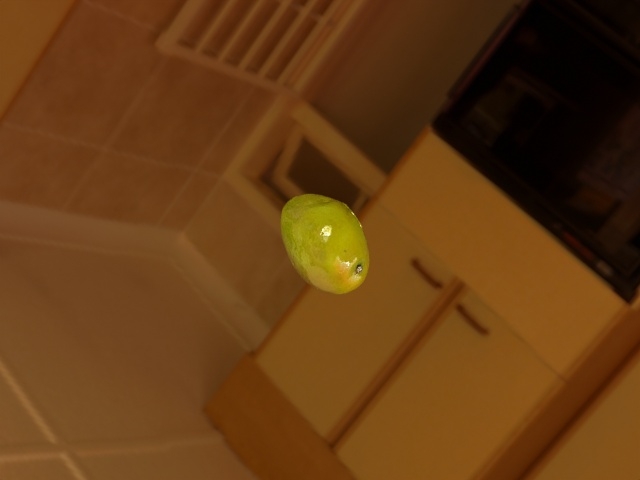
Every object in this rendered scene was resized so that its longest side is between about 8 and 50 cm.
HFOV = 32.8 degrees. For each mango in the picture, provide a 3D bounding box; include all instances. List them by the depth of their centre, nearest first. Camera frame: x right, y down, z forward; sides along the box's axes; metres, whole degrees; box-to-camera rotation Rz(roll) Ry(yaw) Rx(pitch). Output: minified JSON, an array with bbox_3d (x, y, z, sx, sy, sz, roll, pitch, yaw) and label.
[{"bbox_3d":[0.000,0.000,0.837,0.108,0.056,0.073,-128,21,-55],"label":"mango"}]
